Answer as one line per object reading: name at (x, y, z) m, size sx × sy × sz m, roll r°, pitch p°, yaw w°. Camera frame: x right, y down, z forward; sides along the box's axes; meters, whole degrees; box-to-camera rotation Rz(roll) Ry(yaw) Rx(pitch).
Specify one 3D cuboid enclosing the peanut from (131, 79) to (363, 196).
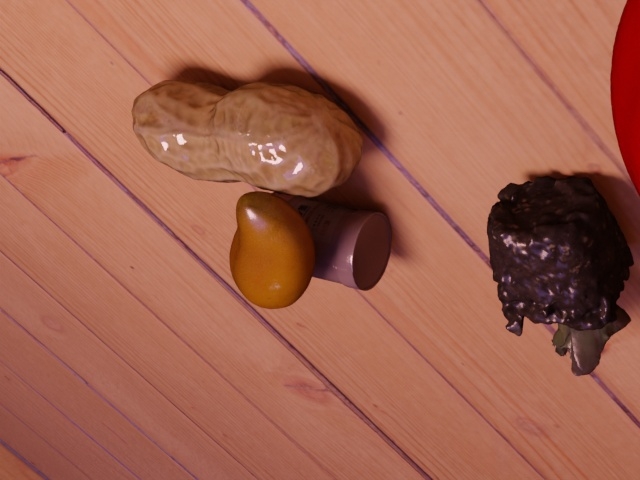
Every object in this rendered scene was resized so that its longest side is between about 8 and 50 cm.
peanut at (-0.093, -0.122, 1.300) m, size 0.298 × 0.120 × 0.136 m, roll 10°, pitch 146°, yaw 34°

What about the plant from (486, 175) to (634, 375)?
plant at (0.253, 0.033, 1.196) m, size 0.131 × 0.142 × 0.203 m, roll -6°, pitch 123°, yaw 34°

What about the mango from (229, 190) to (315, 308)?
mango at (-0.055, 0.008, 1.311) m, size 0.102 × 0.085 × 0.184 m, roll 15°, pitch 141°, yaw 11°

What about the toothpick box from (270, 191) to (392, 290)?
toothpick box at (0.000, 0.000, 1.407) m, size 0.149 × 0.098 × 0.098 m, roll 13°, pitch 143°, yaw 30°

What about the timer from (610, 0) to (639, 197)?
timer at (0.382, -0.097, 0.749) m, size 0.378 × 0.279 × 0.378 m, roll 21°, pitch 147°, yaw 15°
